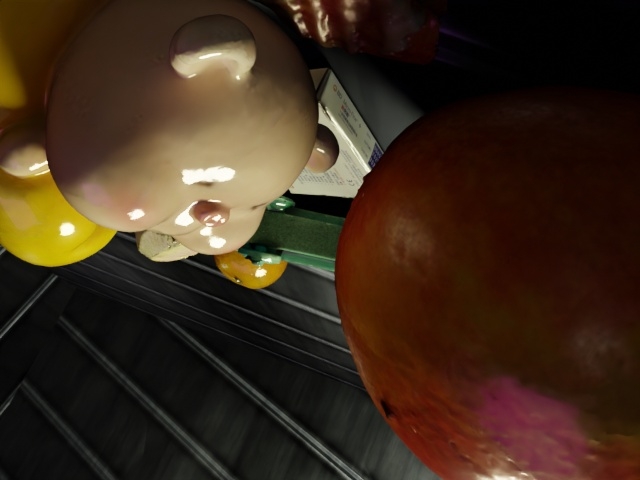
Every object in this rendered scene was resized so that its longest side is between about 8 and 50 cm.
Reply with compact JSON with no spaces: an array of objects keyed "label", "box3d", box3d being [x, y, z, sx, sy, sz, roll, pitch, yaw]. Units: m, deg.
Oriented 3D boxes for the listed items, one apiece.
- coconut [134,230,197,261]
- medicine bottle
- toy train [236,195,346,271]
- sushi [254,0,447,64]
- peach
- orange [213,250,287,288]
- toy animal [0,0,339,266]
[{"label":"coconut","box3d":[-0.277,-0.048,1.008,0.147,0.153,0.147,-13,169,-3]},{"label":"medicine bottle","box3d":[-0.020,-0.124,0.676,0.171,0.052,0.201,7,155,36]},{"label":"toy train","box3d":[0.000,0.000,0.869,0.298,0.120,0.194,13,179,6]},{"label":"sushi","box3d":[-0.028,-0.237,0.317,0.124,0.130,0.332,-4,153,41]},{"label":"peach","box3d":[0.189,0.043,0.476,0.388,0.388,0.388,20,159,8]},{"label":"orange","box3d":[-0.142,0.029,1.079,0.156,0.124,0.156,18,162,6]},{"label":"toy animal","box3d":[-0.117,-0.081,0.458,0.247,0.277,0.345,22,-179,4]}]
